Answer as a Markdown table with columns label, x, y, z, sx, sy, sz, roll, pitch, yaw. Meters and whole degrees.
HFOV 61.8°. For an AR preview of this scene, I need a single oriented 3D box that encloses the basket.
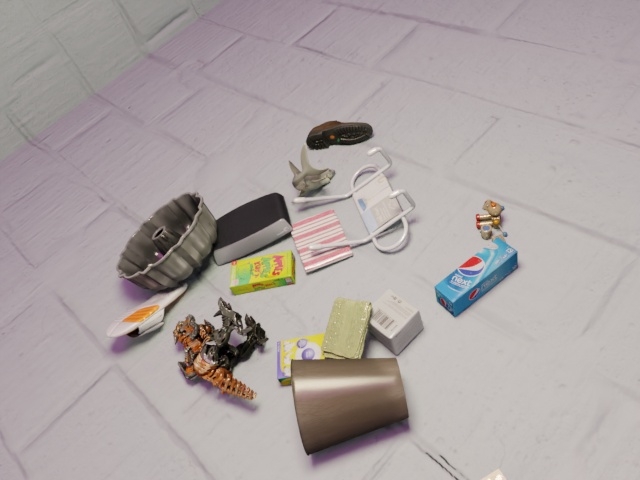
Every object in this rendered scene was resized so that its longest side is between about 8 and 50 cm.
| label | x | y | z | sx | sy | sz | roll | pitch | yaw |
| --- | --- | --- | --- | --- | --- | --- | --- | --- | --- |
| basket | 0.066 | 0.338 | 1.149 | 0.227 | 0.154 | 0.204 | -11 | 82 | 3 |

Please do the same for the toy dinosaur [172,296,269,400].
| label | x | y | z | sx | sy | sz | roll | pitch | yaw |
| --- | --- | --- | --- | --- | --- | --- | --- | --- | --- |
| toy dinosaur | -0.250 | 0.282 | 1.344 | 0.322 | 0.164 | 0.218 | 39 | 86 | 20 |

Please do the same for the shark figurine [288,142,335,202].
| label | x | y | z | sx | sy | sz | roll | pitch | yaw |
| --- | --- | --- | --- | --- | --- | --- | --- | --- | --- |
| shark figurine | -0.059 | -0.202 | 1.590 | 0.166 | 0.278 | 0.116 | -32 | 84 | 8 |

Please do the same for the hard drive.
| label | x | y | z | sx | sy | sz | roll | pitch | yaw |
| --- | --- | --- | --- | --- | --- | --- | --- | --- | --- |
| hard drive | -0.218 | -0.043 | 1.616 | 0.255 | 0.054 | 0.172 | -25 | 47 | 8 |

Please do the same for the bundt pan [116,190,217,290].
| label | x | y | z | sx | sy | sz | roll | pitch | yaw |
| --- | --- | --- | --- | --- | --- | --- | --- | --- | --- |
| bundt pan | -0.435 | 0.016 | 1.575 | 0.331 | 0.124 | 0.331 | -27 | 34 | 20 |

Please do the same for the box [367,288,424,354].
| label | x | y | z | sx | sy | sz | roll | pitch | yaw |
| --- | --- | --- | --- | --- | --- | --- | --- | --- | --- |
| box | 0.173 | 0.193 | 1.271 | 0.102 | 0.087 | 0.101 | -40 | 49 | -16 |

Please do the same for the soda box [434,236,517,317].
| label | x | y | z | sx | sy | sz | roll | pitch | yaw |
| --- | --- | --- | --- | --- | --- | --- | --- | --- | --- |
| soda box | 0.379 | 0.088 | 1.296 | 0.210 | 0.071 | 0.067 | -36 | 49 | -11 |

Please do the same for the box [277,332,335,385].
| label | x | y | z | sx | sy | sz | roll | pitch | yaw |
| --- | --- | --- | --- | --- | --- | --- | --- | --- | --- |
| box | -0.016 | 0.283 | 1.296 | 0.179 | 0.043 | 0.105 | -12 | 49 | 8 |

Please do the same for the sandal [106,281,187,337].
| label | x | y | z | sx | sy | sz | roll | pitch | yaw |
| --- | --- | --- | --- | --- | --- | --- | --- | --- | --- |
| sandal | -0.468 | 0.211 | 1.502 | 0.102 | 0.076 | 0.265 | 4 | 31 | 42 |

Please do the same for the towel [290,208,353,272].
| label | x | y | z | sx | sy | sz | roll | pitch | yaw |
| --- | --- | --- | --- | --- | --- | --- | --- | --- | --- |
| towel | 0.000 | 0.000 | 1.539 | 0.144 | 0.029 | 0.197 | -21 | 48 | -1 |

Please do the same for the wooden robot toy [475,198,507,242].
| label | x | y | z | sx | sy | sz | roll | pitch | yaw |
| --- | --- | --- | --- | --- | --- | --- | --- | --- | --- |
| wooden robot toy | 0.444 | -0.063 | 1.394 | 0.076 | 0.079 | 0.173 | -4 | 50 | 16 |

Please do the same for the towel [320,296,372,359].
| label | x | y | z | sx | sy | sz | roll | pitch | yaw |
| --- | --- | --- | --- | --- | --- | --- | --- | --- | --- |
| towel | 0.062 | 0.209 | 1.249 | 0.110 | 0.027 | 0.148 | 5 | 74 | 36 |

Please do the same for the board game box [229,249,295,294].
| label | x | y | z | sx | sy | sz | roll | pitch | yaw |
| --- | --- | --- | --- | --- | --- | --- | --- | --- | --- |
| board game box | -0.163 | 0.090 | 1.509 | 0.181 | 0.043 | 0.092 | -12 | 48 | 11 |

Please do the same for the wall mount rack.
| label | x | y | z | sx | sy | sz | roll | pitch | yaw |
| --- | --- | --- | --- | --- | --- | --- | --- | --- | --- |
| wall mount rack | 0.096 | -0.102 | 1.523 | 0.304 | 0.130 | 0.350 | -35 | 44 | 16 |

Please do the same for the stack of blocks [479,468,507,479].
| label | x | y | z | sx | sy | sz | roll | pitch | yaw |
| --- | --- | --- | --- | --- | --- | --- | --- | --- | --- |
| stack of blocks | 0.350 | 0.536 | 0.865 | 0.087 | 0.171 | 0.297 | -29 | 47 | -5 |

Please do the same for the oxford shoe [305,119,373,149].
| label | x | y | z | sx | sy | sz | roll | pitch | yaw |
| --- | --- | --- | --- | --- | --- | --- | --- | --- | --- |
| oxford shoe | 0.065 | -0.372 | 1.789 | 0.227 | 0.083 | 0.096 | -2 | 47 | 17 |
